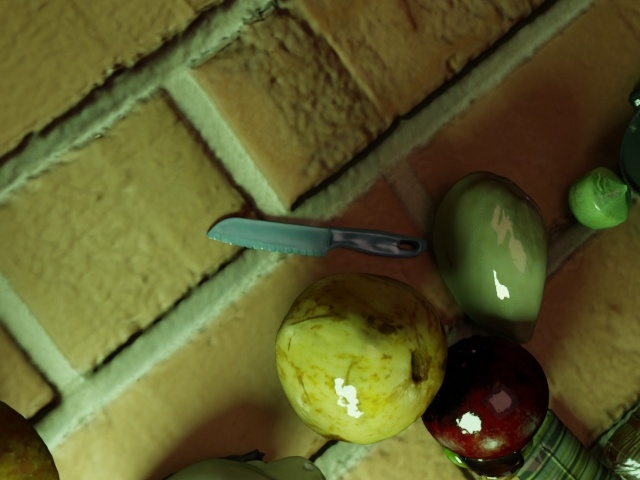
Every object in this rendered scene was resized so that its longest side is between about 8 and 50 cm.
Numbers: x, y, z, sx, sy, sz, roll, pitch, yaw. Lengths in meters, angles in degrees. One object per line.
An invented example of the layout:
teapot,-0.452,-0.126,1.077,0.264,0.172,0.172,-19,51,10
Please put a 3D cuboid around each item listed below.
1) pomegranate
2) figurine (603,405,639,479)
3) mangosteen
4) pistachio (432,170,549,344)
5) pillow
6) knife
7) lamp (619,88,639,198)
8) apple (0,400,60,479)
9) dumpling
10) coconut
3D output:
pomegranate,0.043,0.143,1.683,0.215,0.215,0.215,4,81,-25
figurine,0.534,0.361,1.914,0.315,0.168,0.187,32,32,-9
mangosteen,0.214,0.221,1.766,0.200,0.200,0.199,4,81,-25
pistachio,0.237,0.023,1.824,0.237,0.153,0.138,67,24,-6
pillow,0.353,0.338,1.885,0.203,0.038,0.113,45,65,-14
knife,0.000,0.000,1.777,0.313,0.019,0.044,6,83,-23
lamp,0.564,-0.085,1.915,0.272,0.205,0.374,46,27,-26
apple,-0.420,0.287,1.404,0.309,0.250,0.277,-41,101,-22
dumpling,-0.121,0.332,1.568,0.293,0.204,0.163,-34,86,-17
coconut,0.398,-0.060,1.931,0.088,0.096,0.087,16,64,-36
